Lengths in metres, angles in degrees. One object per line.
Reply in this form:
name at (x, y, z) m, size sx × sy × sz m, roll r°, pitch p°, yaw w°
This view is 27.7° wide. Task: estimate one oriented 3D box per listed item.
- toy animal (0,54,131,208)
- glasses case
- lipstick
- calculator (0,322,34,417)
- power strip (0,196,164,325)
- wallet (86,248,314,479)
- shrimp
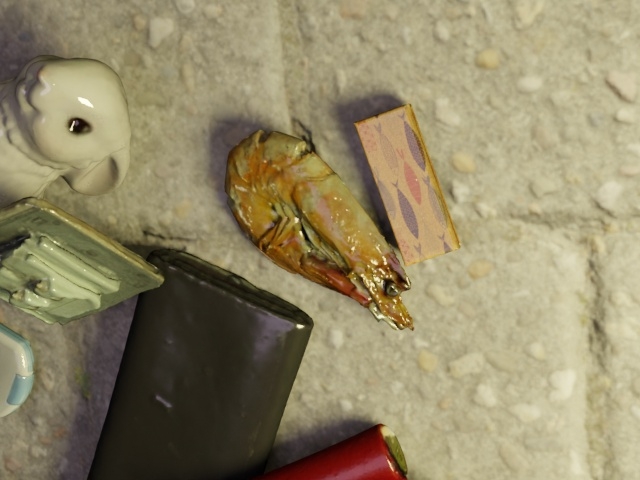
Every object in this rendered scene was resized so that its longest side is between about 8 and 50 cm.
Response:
toy animal at (-0.355, -0.096, 1.530) m, size 0.357 × 0.193 × 0.258 m, roll -21°, pitch 133°, yaw 28°
glasses case at (0.097, -0.062, 1.431) m, size 0.065 × 0.041 × 0.169 m, roll -19°, pitch 93°, yaw 14°
lipstick at (-0.018, 0.290, 1.507) m, size 0.241 × 0.080 × 0.080 m, roll -25°, pitch 91°, yaw 11°
calculator at (-0.468, 0.147, 1.721) m, size 0.210 × 0.039 × 0.121 m, roll 30°, pitch 110°, yaw 15°
power strip at (-0.319, 0.045, 1.501) m, size 0.198 × 0.213 × 0.064 m, roll -23°, pitch 49°, yaw 36°
wallet at (-0.163, 0.231, 1.598) m, size 0.228 × 0.062 × 0.406 m, roll 24°, pitch 111°, yaw 16°
shrimp at (0.001, 0.000, 1.480) m, size 0.294 × 0.062 × 0.154 m, roll 47°, pitch 127°, yaw 10°
